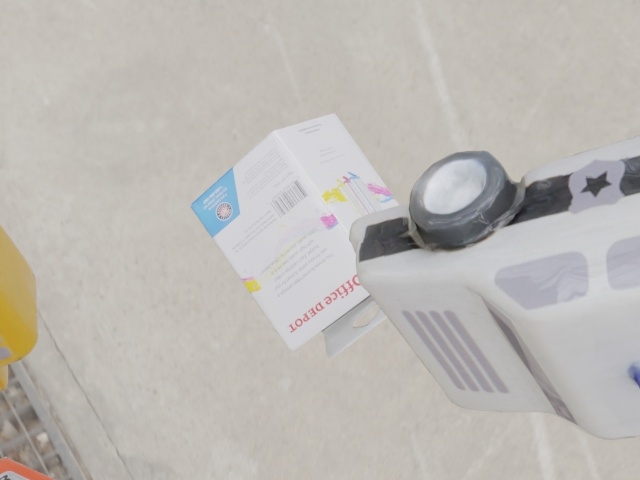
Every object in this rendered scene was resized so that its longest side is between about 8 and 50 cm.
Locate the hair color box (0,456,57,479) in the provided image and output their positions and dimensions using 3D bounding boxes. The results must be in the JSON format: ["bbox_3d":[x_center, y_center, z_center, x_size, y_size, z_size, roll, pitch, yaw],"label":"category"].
[{"bbox_3d":[-0.053,0.137,0.378,0.167,0.093,0.053,12,36,39],"label":"hair color box"}]

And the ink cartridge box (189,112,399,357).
[{"bbox_3d":[0.000,0.000,0.855,0.143,0.092,0.090,55,31,5],"label":"ink cartridge box"}]

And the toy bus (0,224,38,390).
[{"bbox_3d":[-0.318,0.016,0.957,0.130,0.333,0.108,-16,52,3],"label":"toy bus"}]

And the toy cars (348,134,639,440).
[{"bbox_3d":[0.203,0.045,0.393,0.393,0.176,0.087,13,48,-3],"label":"toy cars"}]
